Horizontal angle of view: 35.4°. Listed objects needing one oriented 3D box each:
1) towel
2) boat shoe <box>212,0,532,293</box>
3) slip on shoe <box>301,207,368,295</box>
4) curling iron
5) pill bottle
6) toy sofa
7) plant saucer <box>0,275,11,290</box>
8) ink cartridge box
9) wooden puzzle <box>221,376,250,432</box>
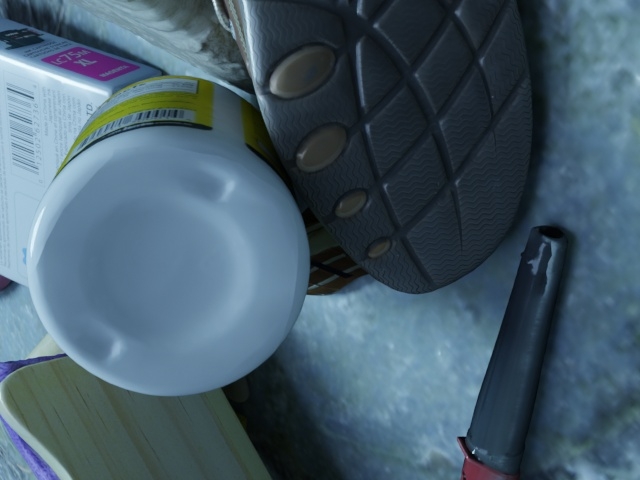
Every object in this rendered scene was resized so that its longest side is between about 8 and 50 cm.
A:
[{"bbox_3d":[-0.150,-0.172,0.558,0.282,0.187,0.049,32,92,35],"label":"towel"},{"bbox_3d":[0.002,-0.132,0.454,0.116,0.123,0.325,-125,13,-75],"label":"boat shoe"},{"bbox_3d":[0.000,0.000,0.563,0.135,0.051,0.041,-25,48,60],"label":"slip on shoe"},{"bbox_3d":[0.077,0.109,0.524,0.068,0.035,0.274,38,134,32],"label":"curling iron"},{"bbox_3d":[-0.072,-0.018,0.506,0.208,0.119,0.119,-107,9,-71],"label":"pill bottle"},{"bbox_3d":[-0.076,0.214,0.633,0.363,0.177,0.150,59,139,7],"label":"toy sofa"},{"bbox_3d":[-0.399,-0.093,0.955,0.332,0.084,0.332,26,126,40],"label":"plant saucer"},{"bbox_3d":[-0.258,-0.076,0.743,0.311,0.065,0.186,19,123,20],"label":"ink cartridge box"},{"bbox_3d":[-0.080,0.079,0.717,0.078,0.014,0.116,14,118,41],"label":"wooden puzzle"}]
